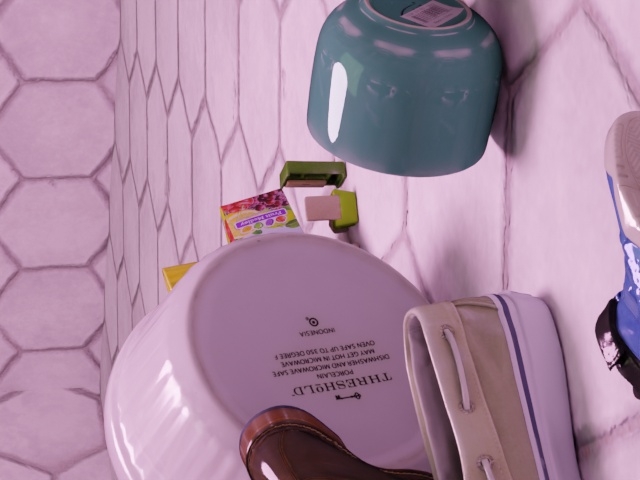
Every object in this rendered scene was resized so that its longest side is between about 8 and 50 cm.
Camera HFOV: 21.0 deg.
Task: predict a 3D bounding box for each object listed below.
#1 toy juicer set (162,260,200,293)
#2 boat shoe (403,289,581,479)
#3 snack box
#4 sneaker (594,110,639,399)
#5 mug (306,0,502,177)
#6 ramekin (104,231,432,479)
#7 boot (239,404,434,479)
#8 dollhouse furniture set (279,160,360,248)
[{"bbox_3d":[-0.069,0.173,1.522,0.329,0.089,0.209,-122,15,-56],"label":"toy juicer set"},{"bbox_3d":[0.111,0.176,1.071,0.109,0.094,0.302,112,153,-61],"label":"boat shoe"},{"bbox_3d":[-0.024,0.081,1.588,0.207,0.070,0.174,-115,10,-52],"label":"snack box"},{"bbox_3d":[0.167,0.014,0.885,0.084,0.058,0.152,122,138,-53],"label":"sneaker"},{"bbox_3d":[0.057,-0.123,1.188,0.158,0.129,0.097,-111,25,-55],"label":"mug"},{"bbox_3d":[-0.017,0.114,1.280,0.127,0.272,0.273,119,148,-46],"label":"ramekin"},{"bbox_3d":[0.046,0.195,1.131,0.082,0.219,0.106,-56,23,11],"label":"boot"},{"bbox_3d":[0.000,0.000,1.608,0.076,0.058,0.152,122,144,-68],"label":"dollhouse furniture set"}]
